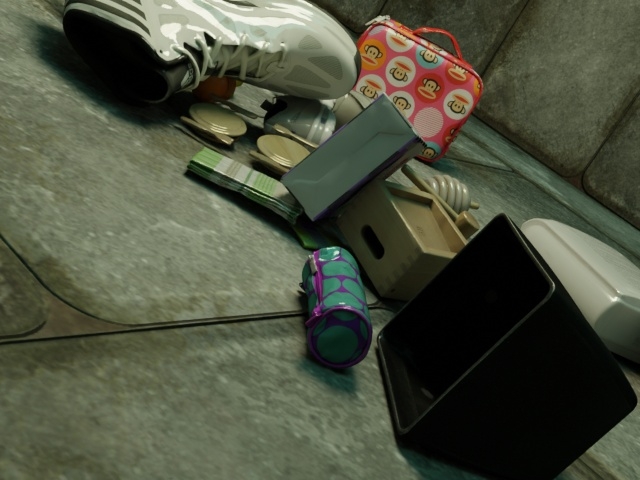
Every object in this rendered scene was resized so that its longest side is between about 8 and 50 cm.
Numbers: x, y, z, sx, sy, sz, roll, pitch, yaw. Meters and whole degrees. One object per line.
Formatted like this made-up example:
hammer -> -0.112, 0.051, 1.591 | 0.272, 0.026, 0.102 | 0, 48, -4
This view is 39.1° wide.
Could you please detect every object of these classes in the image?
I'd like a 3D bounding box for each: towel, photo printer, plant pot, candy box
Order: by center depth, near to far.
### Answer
plant pot -> 0.184, 0.120, 0.862 | 0.167, 0.188, 0.187 | 40, 15, -17
towel -> 0.000, 0.000, 1.126 | 0.083, 0.009, 0.060 | 15, 25, -39
towel -> -0.091, -0.071, 1.138 | 0.152, 0.023, 0.113 | 25, 12, -4
candy box -> 0.050, -0.103, 1.163 | 0.070, 0.164, 0.196 | 52, 10, 4
photo printer -> 0.476, 0.082, 1.522 | 0.256, 0.107, 0.307 | 22, 20, -28

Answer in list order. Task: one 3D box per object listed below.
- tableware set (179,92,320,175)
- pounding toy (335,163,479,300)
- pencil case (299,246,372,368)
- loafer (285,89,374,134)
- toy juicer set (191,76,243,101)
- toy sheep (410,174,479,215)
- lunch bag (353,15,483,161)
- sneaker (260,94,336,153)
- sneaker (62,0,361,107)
tableware set -> -0.102, -0.138, 1.282 | 0.194, 0.039, 0.128 | 26, 29, 3
pounding toy -> 0.122, -0.008, 1.173 | 0.206, 0.094, 0.181 | 12, 39, -47
pencil case -> 0.013, 0.062, 0.893 | 0.070, 0.064, 0.152 | 43, 13, -19
loafer -> 0.021, -0.234, 1.637 | 0.111, 0.112, 0.319 | 12, 18, -35
toy juicer set -> -0.269, -0.316, 1.432 | 0.329, 0.089, 0.209 | 31, 35, -15
toy sheep -> 0.210, -0.071, 1.534 | 0.132, 0.091, 0.091 | 5, 26, -17
lunch bag -> 0.193, -0.338, 1.928 | 0.293, 0.258, 0.120 | 30, 18, -5
sneaker -> -0.041, -0.214, 1.473 | 0.115, 0.105, 0.281 | 21, 17, -11
sneaker -> -0.153, -0.248, 1.277 | 0.447, 0.169, 0.258 | 18, 47, -17
